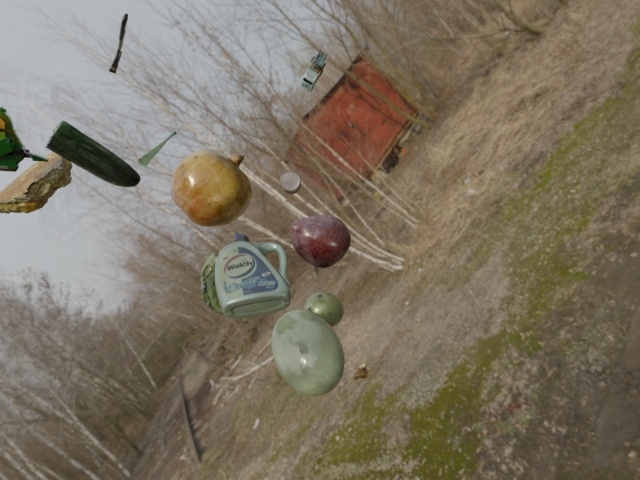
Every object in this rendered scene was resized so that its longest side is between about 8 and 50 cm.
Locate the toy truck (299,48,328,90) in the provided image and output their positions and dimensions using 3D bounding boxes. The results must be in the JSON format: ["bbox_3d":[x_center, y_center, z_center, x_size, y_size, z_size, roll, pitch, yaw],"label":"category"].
[{"bbox_3d":[-0.031,-0.824,2.078,0.115,0.080,0.177,-41,23,61],"label":"toy truck"}]

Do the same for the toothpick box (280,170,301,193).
[{"bbox_3d":[-0.148,-0.287,2.130,0.098,0.098,0.149,-50,0,-1],"label":"toothpick box"}]

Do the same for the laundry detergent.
[{"bbox_3d":[-0.200,0.081,1.253,0.105,0.215,0.280,87,171,-48],"label":"laundry detergent"}]

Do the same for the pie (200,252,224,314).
[{"bbox_3d":[-0.331,0.165,1.692,0.302,0.302,0.067,-50,36,-1],"label":"pie"}]

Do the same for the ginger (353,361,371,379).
[{"bbox_3d":[0.136,0.418,1.351,0.030,0.048,0.097,-100,22,-46],"label":"ginger"}]

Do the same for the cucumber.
[{"bbox_3d":[-0.579,-0.202,1.105,0.115,0.244,0.063,-1,65,40],"label":"cucumber"}]

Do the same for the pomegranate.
[{"bbox_3d":[-0.433,-0.226,1.732,0.342,0.342,0.342,-49,5,6],"label":"pomegranate"}]

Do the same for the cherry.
[{"bbox_3d":[0.000,0.000,1.828,0.230,0.300,0.203,-50,33,29],"label":"cherry"}]

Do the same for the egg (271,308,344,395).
[{"bbox_3d":[-0.049,0.410,1.591,0.258,0.258,0.352,-49,49,11],"label":"egg"}]

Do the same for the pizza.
[{"bbox_3d":[-0.890,-0.177,1.358,0.223,0.089,0.323,17,59,38],"label":"pizza"}]

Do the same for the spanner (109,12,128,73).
[{"bbox_3d":[-0.677,-0.669,1.448,0.316,0.024,0.087,-19,53,58],"label":"spanner"}]

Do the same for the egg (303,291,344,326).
[{"bbox_3d":[0.024,0.332,2.034,0.228,0.177,0.177,10,-51,-50],"label":"egg"}]

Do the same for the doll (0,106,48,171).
[{"bbox_3d":[-0.887,-0.281,1.202,0.134,0.186,0.106,-29,29,-16],"label":"doll"}]

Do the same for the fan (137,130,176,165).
[{"bbox_3d":[-0.621,-0.354,1.638,0.193,0.038,0.016,-36,30,12],"label":"fan"}]
